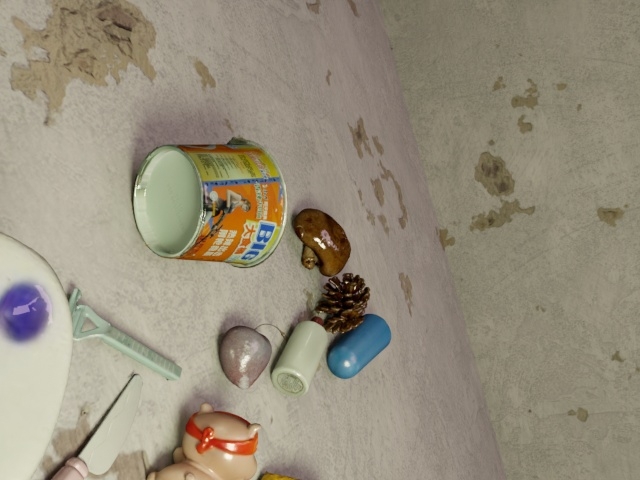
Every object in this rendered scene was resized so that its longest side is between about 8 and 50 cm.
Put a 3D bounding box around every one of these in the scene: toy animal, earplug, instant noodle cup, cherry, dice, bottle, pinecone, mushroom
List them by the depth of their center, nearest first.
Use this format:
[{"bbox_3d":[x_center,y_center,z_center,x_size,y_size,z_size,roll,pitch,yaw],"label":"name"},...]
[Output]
[{"bbox_3d":[-0.473,0.147,0.568,0.277,0.304,0.305,36,46,-48],"label":"dice"},{"bbox_3d":[-0.212,0.419,1.045,0.171,0.171,0.198,57,50,-28],"label":"toy animal"},{"bbox_3d":[-0.241,-0.076,1.150,0.214,0.296,0.297,-5,80,-53],"label":"instant noodle cup"},{"bbox_3d":[-0.156,0.276,1.272,0.188,0.115,0.148,44,21,-51],"label":"cherry"},{"bbox_3d":[-0.044,0.297,1.467,0.104,0.104,0.245,61,31,-22],"label":"bottle"},{"bbox_3d":[0.071,0.190,1.653,0.179,0.149,0.195,-51,161,-67],"label":"pinecone"},{"bbox_3d":[0.013,-0.004,1.687,0.231,0.138,0.194,54,34,-32],"label":"mushroom"},{"bbox_3d":[0.112,0.341,1.709,0.273,0.132,0.133,-28,101,-57],"label":"earplug"}]

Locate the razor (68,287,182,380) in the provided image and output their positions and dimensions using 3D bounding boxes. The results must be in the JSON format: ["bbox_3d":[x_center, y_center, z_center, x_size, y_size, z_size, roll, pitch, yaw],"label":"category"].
[{"bbox_3d":[-0.357,0.198,1.010,0.278,0.056,0.111,44,39,-43],"label":"razor"}]

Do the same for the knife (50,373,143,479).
[{"bbox_3d":[-0.376,0.361,0.912,0.081,0.043,0.336,68,26,-22],"label":"knife"}]

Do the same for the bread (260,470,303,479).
[{"bbox_3d":[-0.036,0.641,1.262,0.261,0.147,0.160,48,40,-39],"label":"bread"}]
